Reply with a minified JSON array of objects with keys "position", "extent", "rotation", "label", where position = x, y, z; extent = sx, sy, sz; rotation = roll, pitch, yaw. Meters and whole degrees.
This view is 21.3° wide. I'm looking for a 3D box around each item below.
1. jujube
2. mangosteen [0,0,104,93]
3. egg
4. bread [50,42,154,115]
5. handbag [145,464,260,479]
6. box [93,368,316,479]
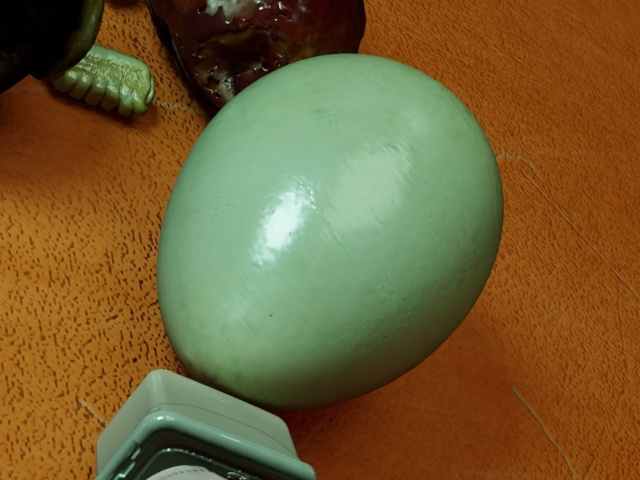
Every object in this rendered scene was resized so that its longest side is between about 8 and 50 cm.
[{"position":[-0.047,-0.200,1.346],"extent":[0.183,0.183,0.243],"rotation":[30,34,-21],"label":"jujube"},{"position":[-0.238,-0.180,1.121],"extent":[0.211,0.211,0.250],"rotation":[57,4,20],"label":"mangosteen"},{"position":[0.000,0.000,1.140],"extent":[0.218,0.218,0.295],"rotation":[42,48,-3],"label":"egg"},{"position":[-0.164,-0.120,1.259],"extent":[0.088,0.034,0.049],"rotation":[15,57,-31],"label":"bread"},{"position":[-0.050,0.224,0.921],"extent":[0.205,0.116,0.179],"rotation":[31,35,-18],"label":"handbag"},{"position":[-0.074,0.135,1.027],"extent":[0.122,0.089,0.062],"rotation":[26,27,-26],"label":"box"}]
